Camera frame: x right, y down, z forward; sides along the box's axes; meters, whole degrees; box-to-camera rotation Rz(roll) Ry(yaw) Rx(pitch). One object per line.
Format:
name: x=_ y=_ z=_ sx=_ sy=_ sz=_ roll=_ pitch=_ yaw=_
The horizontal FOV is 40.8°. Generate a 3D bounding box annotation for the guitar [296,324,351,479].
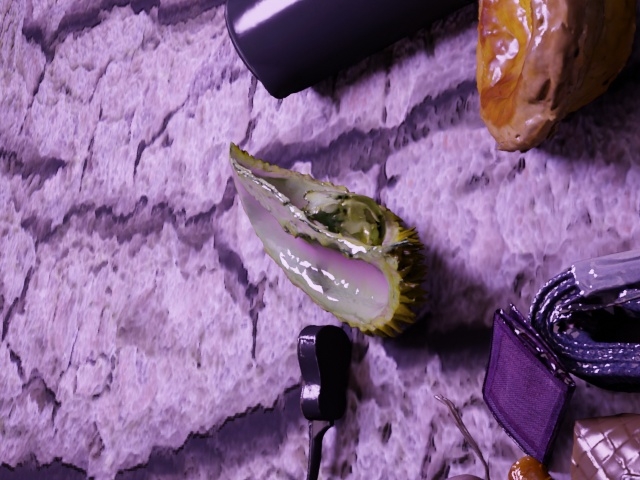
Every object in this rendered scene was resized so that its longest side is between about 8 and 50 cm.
guitar: x=-0.002 y=0.240 z=1.066 sx=0.038 sy=0.084 sz=0.271 roll=-4 pitch=78 yaw=36

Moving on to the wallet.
wallet: x=0.207 y=0.153 z=0.880 sx=0.030 sy=0.166 sz=0.111 roll=-21 pitch=50 yaw=-15

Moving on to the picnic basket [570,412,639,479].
picnic basket: x=0.319 y=0.223 z=0.767 sx=0.178 sy=0.128 sz=0.138 roll=-9 pitch=70 yaw=55

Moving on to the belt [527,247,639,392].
belt: x=0.320 y=0.068 z=0.829 sx=0.230 sy=0.126 sz=0.140 roll=-19 pitch=64 yaw=34

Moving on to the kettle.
kettle: x=0.023 y=-0.370 z=1.173 sx=0.308 sy=0.203 sz=0.262 roll=-24 pitch=86 yaw=33

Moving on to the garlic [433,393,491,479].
garlic: x=0.118 y=0.278 z=0.849 sx=0.207 sy=0.207 sz=0.257 roll=-8 pitch=74 yaw=37

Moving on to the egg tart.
egg tart: x=0.254 y=-0.256 z=0.939 sx=0.129 sy=0.341 sz=0.341 roll=0 pitch=69 yaw=0

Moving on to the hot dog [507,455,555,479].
hot dog: x=0.236 y=0.292 z=0.847 sx=0.045 sy=0.071 sz=0.165 roll=-26 pitch=58 yaw=0

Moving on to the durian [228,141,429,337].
durian: x=0.008 y=0.004 z=1.076 sx=0.355 sy=0.169 sz=0.157 roll=31 pitch=92 yaw=43
